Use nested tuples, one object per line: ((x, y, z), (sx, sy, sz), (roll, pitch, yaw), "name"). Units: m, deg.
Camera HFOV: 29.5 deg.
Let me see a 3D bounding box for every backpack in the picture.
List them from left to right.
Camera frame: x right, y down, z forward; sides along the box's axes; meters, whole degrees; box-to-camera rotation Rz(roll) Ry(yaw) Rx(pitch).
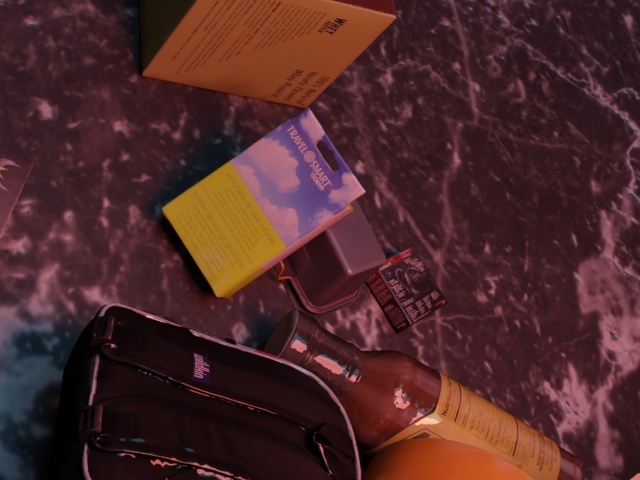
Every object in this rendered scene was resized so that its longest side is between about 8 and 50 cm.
((-0.099, 0.193, 1.019), (0.253, 0.191, 0.225), (16, 40, -18), "backpack")

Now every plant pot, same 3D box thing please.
((0.100, 0.314, 1.078), (0.205, 0.205, 0.188), (40, 49, -9), "plant pot")

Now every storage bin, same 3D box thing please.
((0.000, 0.000, 1.254), (0.098, 0.091, 0.135), (-19, 77, -36), "storage bin")

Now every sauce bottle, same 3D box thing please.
((0.099, 0.182, 1.214), (0.344, 0.111, 0.111), (31, 55, -13), "sauce bottle")

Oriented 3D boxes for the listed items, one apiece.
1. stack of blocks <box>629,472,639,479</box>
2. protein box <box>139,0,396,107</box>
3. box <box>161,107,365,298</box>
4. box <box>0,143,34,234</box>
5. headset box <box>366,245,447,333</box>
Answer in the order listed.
((0.292, 0.354, 1.053), (0.087, 0.297, 0.171), (-22, 49, -38), "stack of blocks")
((-0.061, -0.259, 1.274), (0.201, 0.200, 0.136), (8, 63, -28), "protein box")
((-0.054, -0.036, 1.198), (0.178, 0.042, 0.109), (-34, 81, 5), "box")
((-0.359, -0.033, 1.021), (0.183, 0.056, 0.231), (29, 32, -15), "box")
((0.090, 0.050, 1.320), (0.062, 0.032, 0.083), (-28, 82, -38), "headset box")
